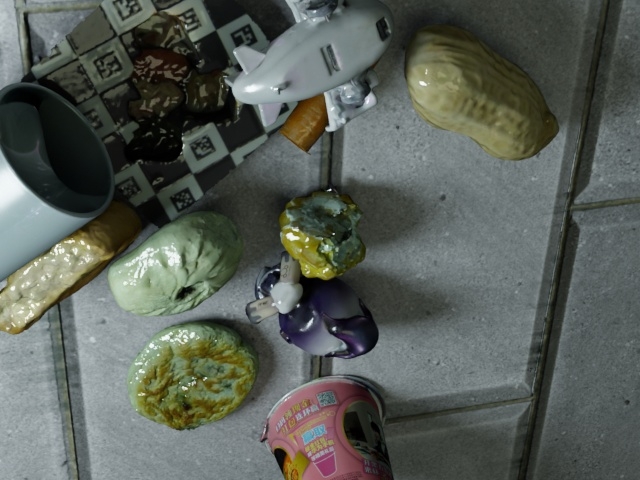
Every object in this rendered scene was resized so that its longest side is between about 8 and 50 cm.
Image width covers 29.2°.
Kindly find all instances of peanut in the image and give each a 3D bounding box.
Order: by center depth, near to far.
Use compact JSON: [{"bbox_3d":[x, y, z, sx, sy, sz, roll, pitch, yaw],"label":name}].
[{"bbox_3d":[0.241,-0.217,1.877,0.313,0.152,0.152,23,115,-36],"label":"peanut"}]

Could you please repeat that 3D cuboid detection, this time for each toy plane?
[{"bbox_3d":[-0.011,-0.260,1.705,0.252,0.118,0.252,-10,116,-20],"label":"toy plane"}]

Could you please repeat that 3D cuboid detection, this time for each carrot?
[{"bbox_3d":[0.025,-0.234,1.810,0.067,0.067,0.225,37,87,-34],"label":"carrot"}]

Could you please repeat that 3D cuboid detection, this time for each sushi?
[{"bbox_3d":[-0.227,-0.226,1.781,0.320,0.069,0.339,-43,126,4],"label":"sushi"}]

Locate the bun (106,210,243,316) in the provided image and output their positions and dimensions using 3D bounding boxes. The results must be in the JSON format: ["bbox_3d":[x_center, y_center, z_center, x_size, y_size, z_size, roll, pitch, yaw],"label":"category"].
[{"bbox_3d":[-0.220,0.048,1.898,0.221,0.108,0.221,-27,167,-7],"label":"bun"}]

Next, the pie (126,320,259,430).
[{"bbox_3d":[-0.220,0.234,2.112,0.240,0.054,0.240,-9,129,-11],"label":"pie"}]

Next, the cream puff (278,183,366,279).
[{"bbox_3d":[0.000,0.001,1.963,0.121,0.156,0.156,4,133,25],"label":"cream puff"}]

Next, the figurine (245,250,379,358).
[{"bbox_3d":[0.001,0.118,2.048,0.222,0.145,0.145,31,111,-31],"label":"figurine"}]

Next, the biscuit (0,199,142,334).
[{"bbox_3d":[-0.377,0.028,1.827,0.274,0.213,0.091,-40,94,25],"label":"biscuit"}]

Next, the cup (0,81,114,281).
[{"bbox_3d":[-0.457,-0.052,1.672,0.312,0.205,0.205,-31,130,27],"label":"cup"}]

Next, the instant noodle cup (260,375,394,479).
[{"bbox_3d":[0.033,0.407,2.190,0.244,0.255,0.244,-7,126,-9],"label":"instant noodle cup"}]
